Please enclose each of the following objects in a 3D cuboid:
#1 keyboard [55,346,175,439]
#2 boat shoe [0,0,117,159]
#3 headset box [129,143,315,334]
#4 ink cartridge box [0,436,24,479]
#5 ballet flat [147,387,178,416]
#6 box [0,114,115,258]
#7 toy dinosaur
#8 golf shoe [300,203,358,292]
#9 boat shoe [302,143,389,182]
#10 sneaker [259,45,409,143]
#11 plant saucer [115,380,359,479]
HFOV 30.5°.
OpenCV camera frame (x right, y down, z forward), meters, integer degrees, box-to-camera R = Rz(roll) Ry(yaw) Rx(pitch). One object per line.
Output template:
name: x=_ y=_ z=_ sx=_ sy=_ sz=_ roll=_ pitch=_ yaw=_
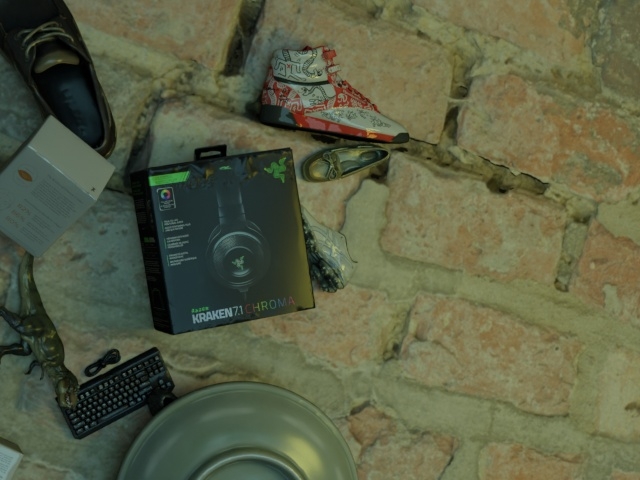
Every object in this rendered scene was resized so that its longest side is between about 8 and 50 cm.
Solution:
keyboard: x=-0.332 y=0.233 z=1.880 sx=0.180 sy=0.023 sz=0.108 roll=-27 pitch=99 yaw=-19
boat shoe: x=-0.405 y=-0.282 z=1.790 sx=0.132 sy=0.130 sz=0.355 roll=-32 pitch=101 yaw=-18
headset box: x=-0.158 y=-0.011 z=1.886 sx=0.246 sy=0.131 sz=0.283 roll=-9 pitch=93 yaw=-21
ink cartridge box: x=-0.561 y=0.377 z=1.759 sx=0.148 sy=0.086 sz=0.203 roll=30 pitch=81 yaw=-18
ballet flat: x=-0.222 y=0.309 z=1.903 sx=0.057 sy=0.049 sz=0.173 roll=-44 pitch=114 yaw=-15
box: x=-0.415 y=-0.079 z=1.760 sx=0.130 sy=0.170 sz=0.091 roll=41 pitch=34 yaw=-17
toy dinosaur: x=-0.458 y=0.141 z=1.814 sx=0.118 sy=0.064 sz=0.268 roll=-17 pitch=94 yaw=-26
golf shoe: x=0.000 y=0.000 z=1.993 sx=0.086 sy=0.069 sz=0.176 roll=-41 pitch=108 yaw=-36
boat shoe: x=0.043 y=-0.134 z=2.005 sx=0.153 sy=0.048 sz=0.056 roll=-11 pitch=94 yaw=-20
sneaker: x=0.035 y=-0.248 z=1.980 sx=0.270 sy=0.090 sz=0.145 roll=8 pitch=90 yaw=-18
plant saucer: x=-0.123 y=0.424 z=1.836 sx=0.400 sy=0.100 sz=0.400 roll=-1 pitch=92 yaw=-12
